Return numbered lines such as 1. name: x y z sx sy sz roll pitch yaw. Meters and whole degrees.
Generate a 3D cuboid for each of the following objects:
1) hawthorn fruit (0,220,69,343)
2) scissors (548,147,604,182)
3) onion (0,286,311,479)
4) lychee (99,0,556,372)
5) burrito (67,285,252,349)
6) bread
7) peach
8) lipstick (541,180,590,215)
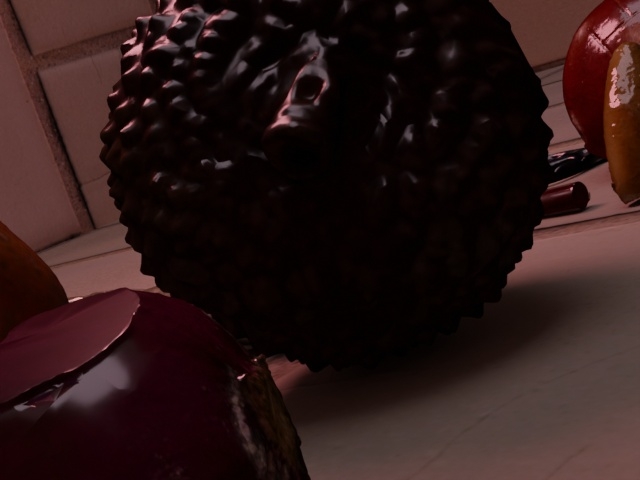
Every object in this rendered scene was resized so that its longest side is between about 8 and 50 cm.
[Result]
1. hawthorn fruit: -0.319 0.047 0.921 0.210 0.262 0.210 -16 36 12
2. scissors: 0.339 -0.109 1.319 0.300 0.022 0.109 -19 11 0
3. onion: -0.119 0.112 0.524 0.218 0.140 0.195 -22 14 7
4. lychee: 0.004 -0.063 0.791 0.306 0.306 0.330 -19 -5 2
5. burrito: -0.160 0.077 1.029 0.392 0.076 0.117 -14 9 32
6. bread: 0.301 -0.117 1.047 0.154 0.136 0.054 -20 -11 -31
7. peach: 0.332 -0.165 1.178 0.197 0.197 0.197 -19 8 3
8. lipstick: 0.181 -0.030 1.133 0.027 0.027 0.176 -25 9 -39
